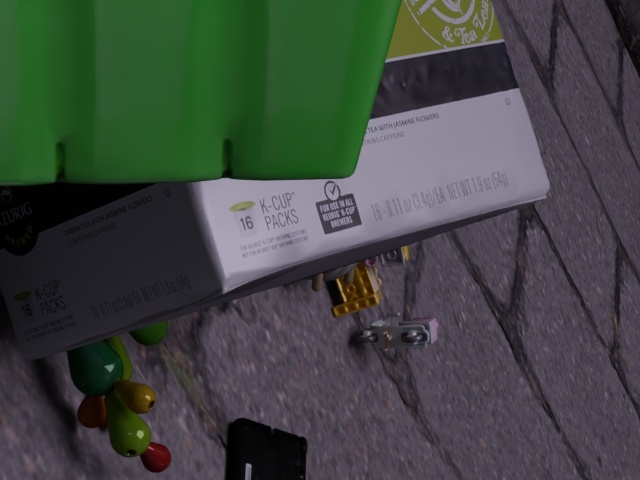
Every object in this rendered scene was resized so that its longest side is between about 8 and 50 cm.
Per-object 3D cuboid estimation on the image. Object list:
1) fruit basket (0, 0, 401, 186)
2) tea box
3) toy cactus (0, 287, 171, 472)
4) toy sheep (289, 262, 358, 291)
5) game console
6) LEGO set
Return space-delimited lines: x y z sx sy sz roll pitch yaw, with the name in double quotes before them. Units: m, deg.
"fruit basket" -0.138 -0.221 0.868 0.283 0.392 0.392 -130 -165 -73
"tea box" -0.063 -0.127 1.169 0.329 0.220 0.323 -17 87 -45
"toy cactus" -0.157 0.047 1.225 0.180 0.112 0.219 29 55 -53
"toy sheep" 0.000 0.000 1.643 0.132 0.091 0.091 -14 87 -62
"game console" -0.046 0.229 1.464 0.107 0.071 0.122 21 48 -25
"LEGO set" 0.062 -0.035 1.747 0.107 0.132 0.287 -39 133 -72
